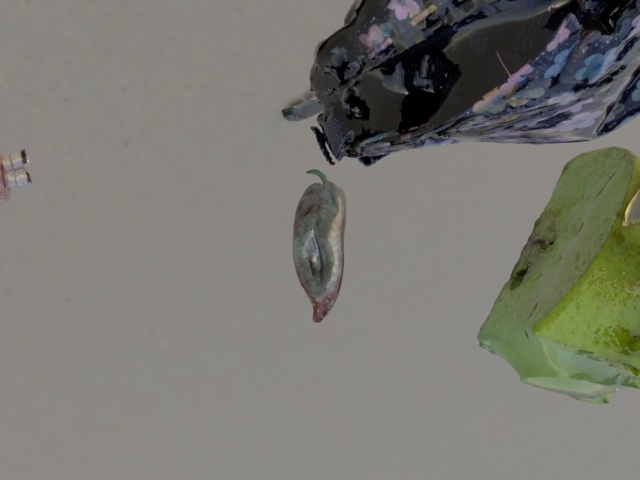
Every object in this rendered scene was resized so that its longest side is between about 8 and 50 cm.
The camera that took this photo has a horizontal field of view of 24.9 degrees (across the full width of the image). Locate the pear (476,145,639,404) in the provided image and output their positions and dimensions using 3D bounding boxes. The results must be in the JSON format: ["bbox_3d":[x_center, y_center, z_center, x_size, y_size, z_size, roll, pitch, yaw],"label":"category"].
[{"bbox_3d":[0.326,0.040,1.530,0.286,0.176,0.282,-61,-172,-17],"label":"pear"}]

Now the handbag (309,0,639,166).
[{"bbox_3d":[0.112,-0.114,0.734,0.228,0.127,0.207,-30,167,39],"label":"handbag"}]

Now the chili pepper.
[{"bbox_3d":[-0.001,0.000,1.342,0.041,0.153,0.050,23,149,-34],"label":"chili pepper"}]

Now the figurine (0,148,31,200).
[{"bbox_3d":[-0.353,-0.066,1.432,0.129,0.072,0.054,-11,-166,-3],"label":"figurine"}]

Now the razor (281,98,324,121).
[{"bbox_3d":[0.003,-0.166,1.776,0.066,0.033,0.190,-12,-177,28],"label":"razor"}]
